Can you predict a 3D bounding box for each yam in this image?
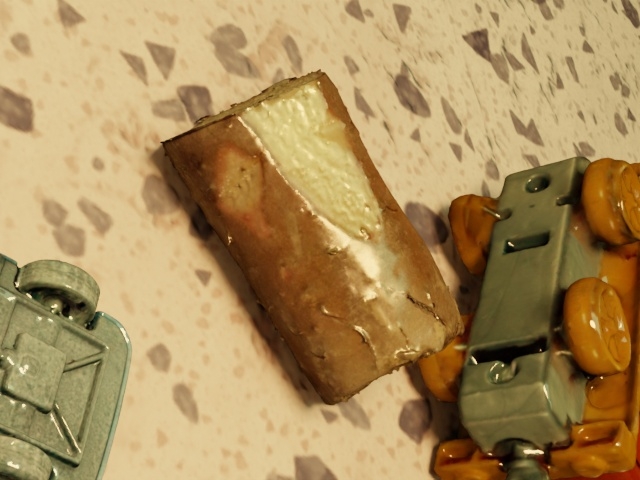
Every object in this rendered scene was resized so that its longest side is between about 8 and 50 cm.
[{"bbox_3d":[0.000,0.000,0.787,0.238,0.129,0.128,61,4,-5],"label":"yam"}]

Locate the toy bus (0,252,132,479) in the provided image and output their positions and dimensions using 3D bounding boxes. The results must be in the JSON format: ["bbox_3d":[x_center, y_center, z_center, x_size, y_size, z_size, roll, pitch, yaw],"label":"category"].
[{"bbox_3d":[-0.217,0.046,0.507,0.246,0.134,0.114,34,46,-31],"label":"toy bus"}]

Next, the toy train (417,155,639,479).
[{"bbox_3d":[0.208,0.093,0.943,0.232,0.163,0.369,54,38,-32],"label":"toy train"}]
